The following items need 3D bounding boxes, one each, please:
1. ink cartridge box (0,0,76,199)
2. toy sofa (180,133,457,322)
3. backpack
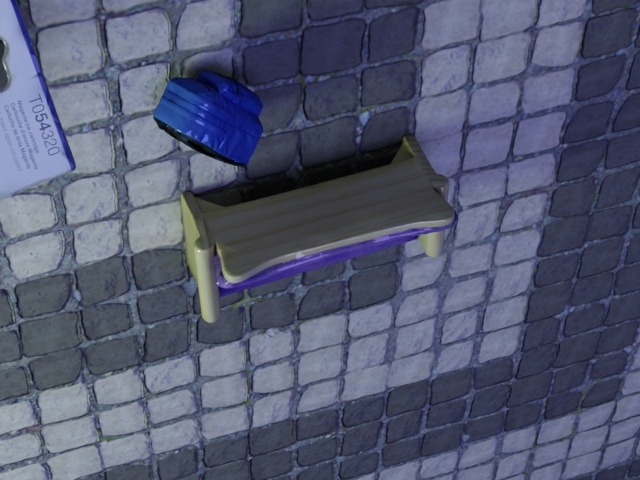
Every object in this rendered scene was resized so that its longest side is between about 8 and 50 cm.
[{"bbox_3d":[-0.458,-0.161,1.427,0.330,0.071,0.324,-22,119,-13],"label":"ink cartridge box"},{"bbox_3d":[0.000,0.000,1.918,0.363,0.177,0.150,-16,139,-14],"label":"toy sofa"},{"bbox_3d":[-0.142,-0.159,1.731,0.120,0.098,0.101,19,94,-41],"label":"backpack"}]
